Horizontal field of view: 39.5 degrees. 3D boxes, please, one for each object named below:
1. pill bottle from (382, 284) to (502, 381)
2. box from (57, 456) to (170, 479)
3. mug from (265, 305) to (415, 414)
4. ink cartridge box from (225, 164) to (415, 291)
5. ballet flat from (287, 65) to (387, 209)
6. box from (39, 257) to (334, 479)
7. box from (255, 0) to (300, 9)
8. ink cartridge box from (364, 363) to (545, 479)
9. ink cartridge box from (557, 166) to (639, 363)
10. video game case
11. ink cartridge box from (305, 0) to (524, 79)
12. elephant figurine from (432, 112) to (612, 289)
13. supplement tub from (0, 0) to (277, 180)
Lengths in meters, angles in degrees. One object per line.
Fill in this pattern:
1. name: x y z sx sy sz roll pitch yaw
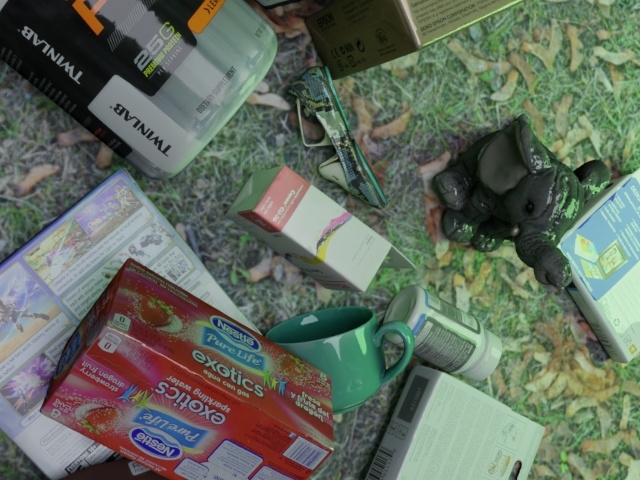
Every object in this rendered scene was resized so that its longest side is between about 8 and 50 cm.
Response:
1. pill bottle: 0.152 0.117 1.102 0.137 0.078 0.078 30 80 -18
2. box: -0.195 0.352 0.890 0.168 0.167 0.203 -16 120 -20
3. mug: 0.018 0.141 1.008 0.129 0.157 0.097 -19 102 -35
4. ink cartridge box: 0.000 0.000 1.022 0.198 0.115 0.067 36 77 -17
5. ballet flat: 0.016 -0.113 1.065 0.070 0.070 0.188 -27 98 -19
6. box: -0.124 0.151 0.884 0.257 0.122 0.128 32 114 -18
7. box: -0.029 -0.395 0.882 0.165 0.143 0.270 28 65 -51
8. ink cartridge box: 0.171 0.284 1.137 0.232 0.066 0.189 31 78 -40
9. ink cartridge box: 0.429 0.025 1.226 0.208 0.045 0.206 -39 103 -15
10. video game case: -0.241 0.100 0.959 0.269 0.061 0.244 -42 106 -16
11. ink cartridge box: 0.116 -0.268 1.002 0.193 0.234 0.088 -29 102 -19
12. elephant figurine: 0.256 -0.056 1.054 0.169 0.239 0.186 -17 96 -20
13. supplement tub: -0.225 -0.236 0.886 0.338 0.207 0.207 40 77 -17
